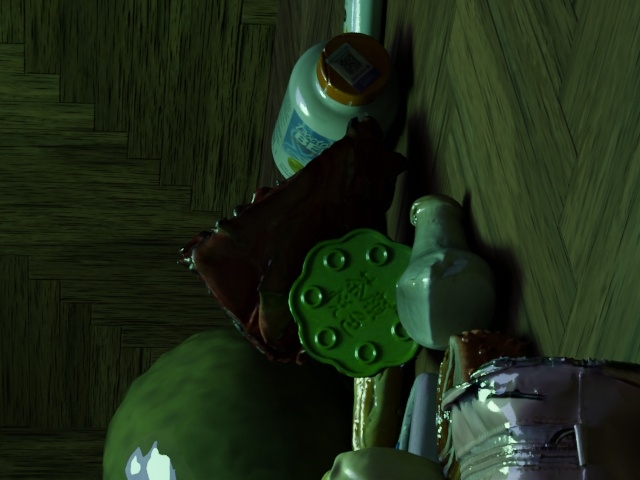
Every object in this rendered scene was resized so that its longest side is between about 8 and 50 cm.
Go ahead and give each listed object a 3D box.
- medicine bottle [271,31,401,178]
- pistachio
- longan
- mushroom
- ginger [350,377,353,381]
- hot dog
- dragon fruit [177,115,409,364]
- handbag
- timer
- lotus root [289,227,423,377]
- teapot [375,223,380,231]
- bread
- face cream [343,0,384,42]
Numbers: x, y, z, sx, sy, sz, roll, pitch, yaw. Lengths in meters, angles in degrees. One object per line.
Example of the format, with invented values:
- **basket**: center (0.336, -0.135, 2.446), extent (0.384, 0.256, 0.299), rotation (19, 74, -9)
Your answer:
- **medicine bottle**: center (0.025, -0.183, 2.222), extent (0.288, 0.157, 0.157), rotation (114, 156, -68)
- **pistachio**: center (0.091, 0.286, 1.584), extent (0.117, 0.200, 0.145), rotation (-44, 20, 55)
- **longan**: center (-0.110, 0.331, 2.243), extent (0.436, 0.404, 0.404), rotation (-101, 14, -55)
- **mushroom**: center (0.128, 0.038, 1.692), extent (0.270, 0.103, 0.118), rotation (-96, 9, -71)
- **ginger**: center (0.029, 0.200, 2.477), extent (0.122, 0.084, 0.290), rotation (-24, -67, -75)
- **hot dog**: center (0.081, 0.179, 2.090), extent (0.109, 0.072, 0.269), rotation (126, 146, -79)
- **dragon fruit**: center (0.006, 0.008, 2.024), extent (0.228, 0.329, 0.286), rotation (55, 174, -1)
- **handbag**: center (0.172, 0.162, 1.112), extent (0.205, 0.179, 0.116), rotation (118, 159, -70)
- **timer**: center (0.117, 0.264, 1.763), extent (0.190, 0.069, 0.208), rotation (100, 180, -53)
- **lotus root**: center (0.067, 0.080, 1.954), extent (0.186, 0.186, 0.186), rotation (-179, 90, -82)
- **teapot**: center (0.031, 0.012, 2.333), extent (0.245, 0.116, 0.159), rotation (-145, 44, -77)
- **bread**: center (0.159, 0.164, 1.535), extent (0.160, 0.073, 0.160), rotation (-177, 90, -85)
- **face cream**: center (0.061, -0.312, 2.345), extent (0.084, 0.057, 0.198), rotation (-118, 31, -68)
